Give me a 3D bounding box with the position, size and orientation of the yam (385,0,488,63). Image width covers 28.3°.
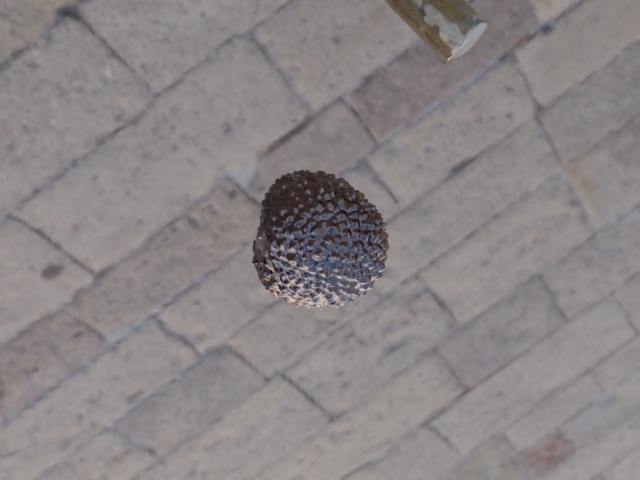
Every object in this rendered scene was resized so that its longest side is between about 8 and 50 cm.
[{"bbox_3d":[0.021,-0.234,0.931,0.046,0.264,0.046,-39,166,-12],"label":"yam"}]

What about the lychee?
[{"bbox_3d":[0.000,0.000,1.623,0.188,0.188,0.188,-20,142,-17],"label":"lychee"}]
